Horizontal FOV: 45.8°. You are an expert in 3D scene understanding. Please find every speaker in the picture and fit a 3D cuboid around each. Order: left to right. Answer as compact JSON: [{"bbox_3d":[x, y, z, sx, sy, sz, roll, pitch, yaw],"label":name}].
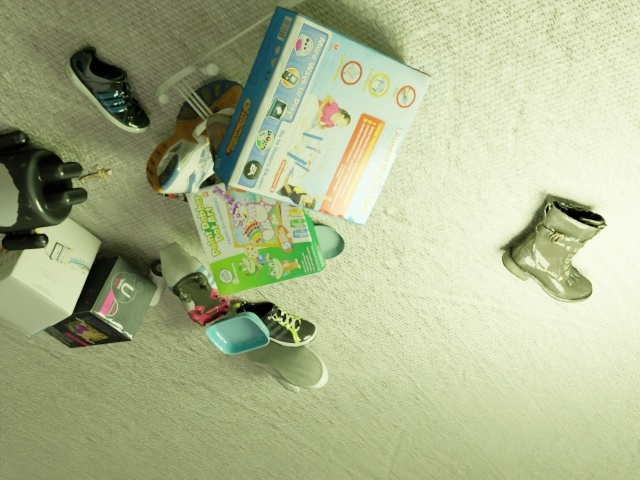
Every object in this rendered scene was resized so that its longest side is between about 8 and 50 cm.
[{"bbox_3d":[-0.422,0.110,1.939,0.055,0.055,0.136,18,137,-13],"label":"speaker"}]

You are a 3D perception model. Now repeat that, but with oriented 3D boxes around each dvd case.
[{"bbox_3d":[-0.300,-0.120,1.702,0.119,0.013,0.087,15,137,-9],"label":"dvd case"}]

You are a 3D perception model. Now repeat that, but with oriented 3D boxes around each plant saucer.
[{"bbox_3d":[0.000,0.000,1.793,0.119,0.021,0.119,3,138,3],"label":"plant saucer"}]

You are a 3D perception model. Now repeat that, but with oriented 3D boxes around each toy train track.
[{"bbox_3d":[-0.505,-0.142,1.700,0.083,0.014,0.048,-12,135,20],"label":"toy train track"}]

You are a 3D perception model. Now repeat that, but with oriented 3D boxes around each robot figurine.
[{"bbox_3d":[-0.652,-0.104,1.638,0.278,0.209,0.174,-7,149,14],"label":"robot figurine"}]

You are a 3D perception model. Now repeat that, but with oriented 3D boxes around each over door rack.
[{"bbox_3d":[-0.099,-0.272,1.368,0.324,0.108,0.239,-35,128,8],"label":"over door rack"}]

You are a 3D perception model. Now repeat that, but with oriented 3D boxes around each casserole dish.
[{"bbox_3d":[-0.212,0.238,1.975,0.188,0.037,0.114,-21,119,32],"label":"casserole dish"}]

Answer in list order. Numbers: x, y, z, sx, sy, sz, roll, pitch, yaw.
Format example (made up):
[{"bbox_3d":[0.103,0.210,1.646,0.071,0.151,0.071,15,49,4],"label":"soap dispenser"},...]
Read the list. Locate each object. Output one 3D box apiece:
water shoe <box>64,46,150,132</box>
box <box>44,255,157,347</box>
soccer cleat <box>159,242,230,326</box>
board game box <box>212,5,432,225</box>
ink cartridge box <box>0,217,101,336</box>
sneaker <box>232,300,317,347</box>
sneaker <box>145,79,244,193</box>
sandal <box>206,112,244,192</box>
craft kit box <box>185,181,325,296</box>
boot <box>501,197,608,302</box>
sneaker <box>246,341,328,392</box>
[{"bbox_3d":[-0.402,-0.290,1.483,0.080,0.073,0.203,-29,128,30],"label":"water shoe"},{"bbox_3d":[-0.567,0.157,1.887,0.270,0.165,0.143,-11,137,37],"label":"box"},{"bbox_3d":[-0.314,0.106,1.898,0.116,0.143,0.331,-30,157,-8],"label":"soccer cleat"},{"bbox_3d":[0.005,-0.210,1.348,0.301,0.086,0.308,15,106,-34],"label":"board game box"},{"bbox_3d":[-0.664,0.069,1.789,0.171,0.233,0.168,-27,126,32],"label":"ink cartridge box"},{"bbox_3d":[-0.119,0.215,1.997,0.234,0.084,0.097,11,137,-5],"label":"sneaker"},{"bbox_3d":[-0.232,-0.209,1.549,0.296,0.112,0.131,-42,153,28],"label":"sneaker"},{"bbox_3d":[-0.165,-0.148,1.369,0.072,0.049,0.180,-5,137,10],"label":"sandal"},{"bbox_3d":[-0.141,-0.024,1.657,0.246,0.061,0.250,-14,100,18],"label":"craft kit box"},{"bbox_3d":[0.562,0.025,1.705,0.262,0.091,0.229,22,136,-14],"label":"boot"},{"bbox_3d":[-0.054,0.361,2.085,0.292,0.108,0.169,14,157,47],"label":"sneaker"}]
